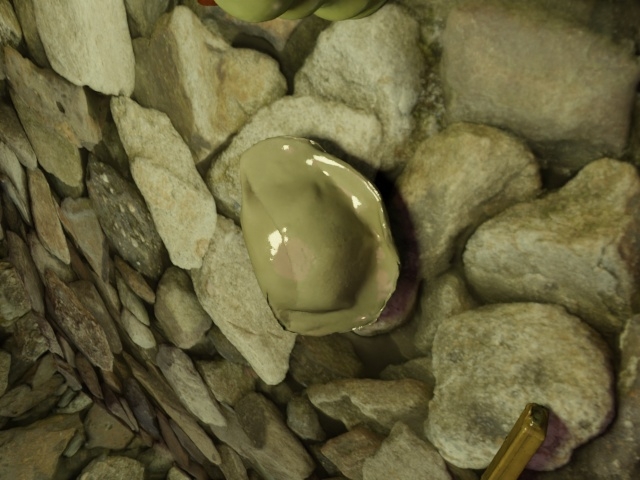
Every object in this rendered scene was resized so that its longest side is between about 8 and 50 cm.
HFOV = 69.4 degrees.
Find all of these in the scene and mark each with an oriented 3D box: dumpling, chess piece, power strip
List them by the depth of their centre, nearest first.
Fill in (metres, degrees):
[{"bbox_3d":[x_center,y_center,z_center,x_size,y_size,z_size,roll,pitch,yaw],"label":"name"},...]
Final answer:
[{"bbox_3d":[-0.029,-0.317,0.536,0.145,0.251,0.144,21,129,28],"label":"chess piece"},{"bbox_3d":[-0.001,-0.004,0.787,0.260,0.181,0.340,-8,82,21],"label":"dumpling"},{"bbox_3d":[0.336,0.394,0.823,0.044,0.064,0.305,23,129,19],"label":"power strip"}]

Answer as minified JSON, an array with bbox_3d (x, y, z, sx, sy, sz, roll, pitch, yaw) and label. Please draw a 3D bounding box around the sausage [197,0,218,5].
[{"bbox_3d":[-0.109,-0.418,0.597,0.102,0.102,0.330,62,157,-10],"label":"sausage"}]
